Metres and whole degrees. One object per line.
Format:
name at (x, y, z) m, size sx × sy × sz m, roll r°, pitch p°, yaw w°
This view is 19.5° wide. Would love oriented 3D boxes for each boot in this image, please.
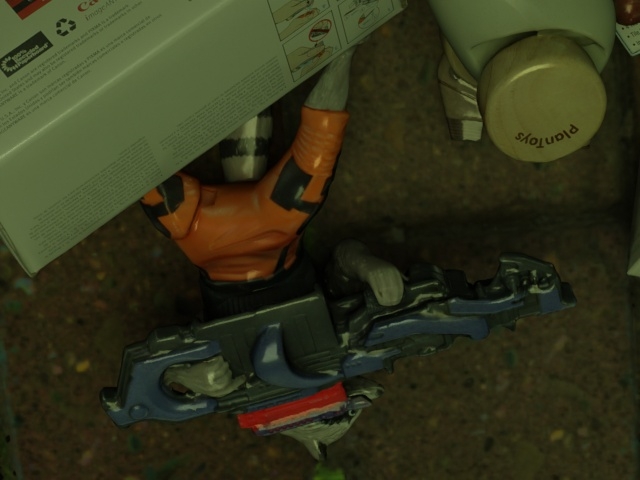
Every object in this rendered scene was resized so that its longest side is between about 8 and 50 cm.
boot at (0.144, -0.113, 1.366) m, size 0.118 × 0.042 × 0.087 m, roll 4°, pitch 98°, yaw -9°

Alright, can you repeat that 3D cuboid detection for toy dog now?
toy dog at (0.133, -0.207, 1.191) m, size 0.161 × 0.220 × 0.333 m, roll -24°, pitch 146°, yaw 3°

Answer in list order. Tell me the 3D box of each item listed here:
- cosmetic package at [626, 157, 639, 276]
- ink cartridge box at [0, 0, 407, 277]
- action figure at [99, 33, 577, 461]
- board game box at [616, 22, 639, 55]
cosmetic package at (0.420, -0.032, 1.292) m, size 0.366 × 0.197 × 0.155 m, roll 12°, pitch 68°, yaw -4°
ink cartridge box at (-0.150, -0.181, 1.218) m, size 0.309 × 0.130 × 0.272 m, roll -36°, pitch 61°, yaw -10°
action figure at (0.000, 0.000, 1.345) m, size 0.341 × 0.178 × 0.330 m, roll -8°, pitch 113°, yaw -1°
board game box at (0.246, -0.313, 1.205) m, size 0.319 × 0.066 × 0.318 m, roll -23°, pitch 110°, yaw 44°
